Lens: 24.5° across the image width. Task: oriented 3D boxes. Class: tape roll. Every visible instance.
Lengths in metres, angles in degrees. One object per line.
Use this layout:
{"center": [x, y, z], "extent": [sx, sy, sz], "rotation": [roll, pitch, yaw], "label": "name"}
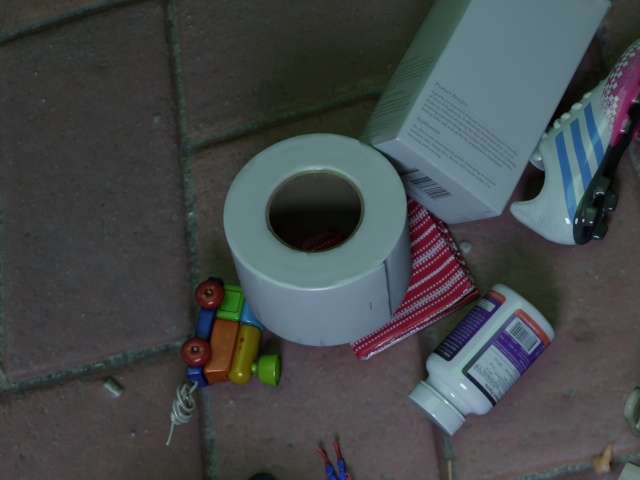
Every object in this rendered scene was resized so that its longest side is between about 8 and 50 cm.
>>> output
{"center": [0.000, 0.000, 2.000], "extent": [0.246, 0.169, 0.246], "rotation": [-2, 60, 4], "label": "tape roll"}

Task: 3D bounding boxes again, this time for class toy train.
{"center": [-0.119, 0.180, 2.066], "extent": [0.143, 0.105, 0.248], "rotation": [7, 66, 10], "label": "toy train"}

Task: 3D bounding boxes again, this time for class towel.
{"center": [0.084, 0.015, 2.106], "extent": [0.199, 0.031, 0.275], "rotation": [-30, 58, 5], "label": "towel"}

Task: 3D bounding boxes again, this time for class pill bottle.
{"center": [0.207, 0.160, 1.937], "extent": [0.193, 0.108, 0.108], "rotation": [-47, 58, -7], "label": "pill bottle"}

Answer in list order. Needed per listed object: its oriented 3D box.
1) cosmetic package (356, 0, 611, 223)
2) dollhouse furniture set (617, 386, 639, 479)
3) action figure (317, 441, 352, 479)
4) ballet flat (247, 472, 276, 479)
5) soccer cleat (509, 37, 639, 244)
{"center": [0.225, -0.228, 2.052], "extent": [0.365, 0.197, 0.155], "rotation": [-60, 19, -18], "label": "cosmetic package"}
{"center": [0.462, 0.240, 1.765], "extent": [0.212, 0.161, 0.242], "rotation": [22, 73, 29], "label": "dollhouse furniture set"}
{"center": [0.026, 0.326, 1.969], "extent": [0.038, 0.030, 0.115], "rotation": [-23, 60, 3], "label": "action figure"}
{"center": [-0.118, 0.396, 1.963], "extent": [0.074, 0.074, 0.203], "rotation": [19, 72, 28], "label": "ballet flat"}
{"center": [0.366, -0.151, 2.032], "extent": [0.143, 0.116, 0.331], "rotation": [18, 72, 28], "label": "soccer cleat"}
